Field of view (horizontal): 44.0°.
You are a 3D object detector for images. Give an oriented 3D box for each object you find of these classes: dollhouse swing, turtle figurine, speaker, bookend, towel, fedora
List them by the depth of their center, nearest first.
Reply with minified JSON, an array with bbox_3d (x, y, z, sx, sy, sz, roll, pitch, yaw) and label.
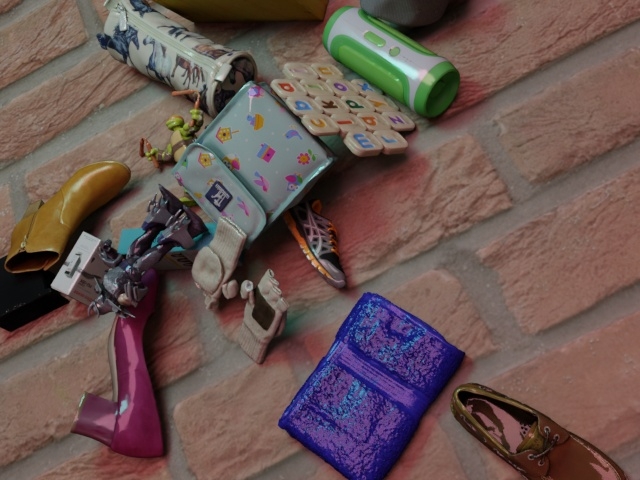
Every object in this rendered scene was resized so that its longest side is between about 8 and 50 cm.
[{"bbox_3d":[0.084,0.261,1.414,0.227,0.076,0.308,30,80,28],"label":"towel"},{"bbox_3d":[0.143,-0.372,1.635,0.296,0.131,0.131,40,85,29],"label":"speaker"},{"bbox_3d":[0.172,-0.526,1.649,0.275,0.124,0.243,-15,44,-37],"label":"fedora"},{"bbox_3d":[-0.303,-0.185,1.725,0.269,0.087,0.217,-33,67,41],"label":"turtle figurine"},{"bbox_3d":[-0.656,0.094,1.752,0.156,0.072,0.157,-27,61,6],"label":"bookend"},{"bbox_3d":[-0.169,-0.668,1.796,0.346,0.315,0.305,6,90,22],"label":"dollhouse swing"}]

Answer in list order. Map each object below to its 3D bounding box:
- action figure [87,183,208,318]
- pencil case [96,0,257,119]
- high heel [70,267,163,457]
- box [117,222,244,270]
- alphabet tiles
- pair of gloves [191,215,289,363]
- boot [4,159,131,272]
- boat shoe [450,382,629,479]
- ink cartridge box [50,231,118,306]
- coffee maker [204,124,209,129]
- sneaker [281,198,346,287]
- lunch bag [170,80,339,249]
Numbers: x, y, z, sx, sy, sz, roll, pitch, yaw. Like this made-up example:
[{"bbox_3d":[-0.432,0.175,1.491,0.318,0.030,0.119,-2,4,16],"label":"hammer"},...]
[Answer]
[{"bbox_3d":[-0.357,0.037,1.540,0.285,0.099,0.185,-50,50,-5],"label":"action figure"},{"bbox_3d":[-0.320,-0.415,1.788,0.410,0.183,0.160,33,91,27],"label":"pencil case"},{"bbox_3d":[-0.347,0.241,1.589,0.181,0.127,0.377,21,65,-9],"label":"high heel"},{"bbox_3d":[-0.286,0.014,1.639,0.244,0.100,0.060,-3,66,18],"label":"box"},{"bbox_3d":[0.047,-0.265,1.579,0.284,0.278,0.021,52,132,29],"label":"alphabet tiles"},{"bbox_3d":[-0.159,0.097,1.507,0.240,0.042,0.204,49,132,19],"label":"pair of gloves"},{"bbox_3d":[-0.543,-0.043,1.715,0.295,0.104,0.211,-25,39,13],"label":"boot"},{"bbox_3d":[0.343,0.333,1.274,0.307,0.104,0.111,25,78,27],"label":"boat shoe"},{"bbox_3d":[-0.497,0.064,1.692,0.056,0.099,0.135,22,78,25],"label":"ink cartridge box"},{"bbox_3d":[-0.166,-0.168,1.679,0.171,0.120,0.178,-14,60,40],"label":"coffee maker"},{"bbox_3d":[0.000,0.000,1.554,0.083,0.084,0.215,-31,60,-1],"label":"sneaker"},{"bbox_3d":[-0.133,-0.139,1.514,0.262,0.160,0.223,-43,92,11],"label":"lunch bag"}]
